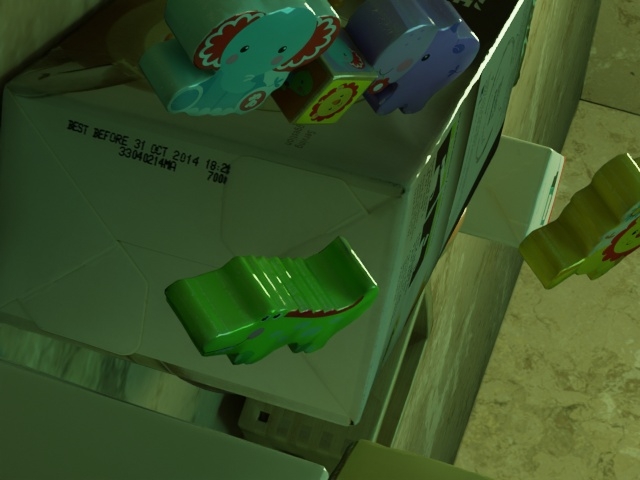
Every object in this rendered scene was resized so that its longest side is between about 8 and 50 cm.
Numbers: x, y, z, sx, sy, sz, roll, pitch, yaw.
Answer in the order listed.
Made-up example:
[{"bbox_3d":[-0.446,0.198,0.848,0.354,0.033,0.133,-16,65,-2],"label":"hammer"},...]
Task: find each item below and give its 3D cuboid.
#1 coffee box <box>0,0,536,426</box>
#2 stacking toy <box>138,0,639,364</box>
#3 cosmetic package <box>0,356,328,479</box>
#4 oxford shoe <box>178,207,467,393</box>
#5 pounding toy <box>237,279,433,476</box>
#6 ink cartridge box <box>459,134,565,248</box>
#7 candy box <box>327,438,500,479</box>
[{"bbox_3d":[-0.009,-0.047,0.646,0.246,0.141,0.098,-55,158,-58],"label":"coffee box"},{"bbox_3d":[0.003,-0.057,0.477,0.221,0.167,0.052,-9,149,-52],"label":"stacking toy"},{"bbox_3d":[-0.127,0.226,0.416,0.197,0.155,0.365,95,15,-50],"label":"cosmetic package"},{"bbox_3d":[0.000,0.000,0.818,0.363,0.130,0.132,-51,163,-62],"label":"oxford shoe"},{"bbox_3d":[0.019,0.037,1.038,0.181,0.094,0.206,76,32,-71],"label":"pounding toy"},{"bbox_3d":[0.114,-0.048,1.289,0.231,0.134,0.078,-6,112,-79],"label":"ink cartridge box"},{"bbox_3d":[-0.005,0.229,0.388,0.183,0.088,0.316,-54,156,-58],"label":"candy box"}]
